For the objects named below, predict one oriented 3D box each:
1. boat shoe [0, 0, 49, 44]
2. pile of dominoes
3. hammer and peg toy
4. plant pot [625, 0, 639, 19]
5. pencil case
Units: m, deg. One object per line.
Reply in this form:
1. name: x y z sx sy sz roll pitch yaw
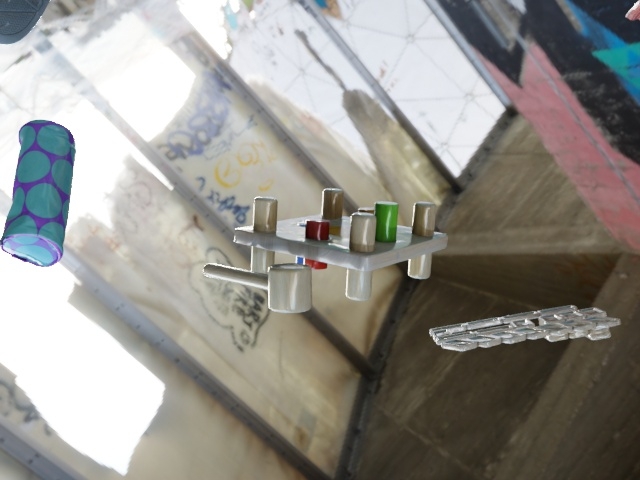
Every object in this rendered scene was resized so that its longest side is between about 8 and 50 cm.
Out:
1. boat shoe: -0.425 -0.436 1.074 0.103 0.118 0.320 23 -102 39
2. pile of dominoes: 0.294 0.142 1.049 0.251 0.040 0.196 -11 -179 5
3. hammer and peg toy: 0.000 0.000 1.089 0.265 0.128 0.361 12 -166 36
4. plant pot: 0.522 -0.233 0.744 0.272 0.265 0.272 -38 175 -4
5. pencil case: -0.298 -0.051 0.752 0.070 0.064 0.152 -17 -121 26
